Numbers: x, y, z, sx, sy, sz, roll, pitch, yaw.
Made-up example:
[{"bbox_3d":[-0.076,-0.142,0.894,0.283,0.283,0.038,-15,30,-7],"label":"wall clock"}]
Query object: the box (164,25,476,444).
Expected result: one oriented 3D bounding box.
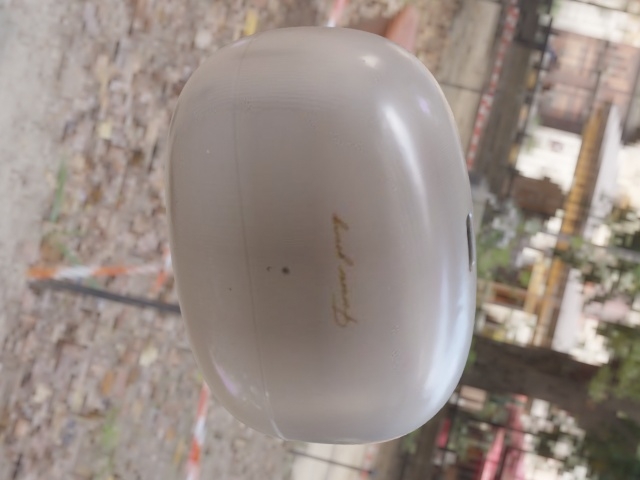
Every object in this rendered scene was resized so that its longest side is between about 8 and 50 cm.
[{"bbox_3d":[0.000,0.000,0.680,0.088,0.146,0.200,-42,130,-64],"label":"box"}]
